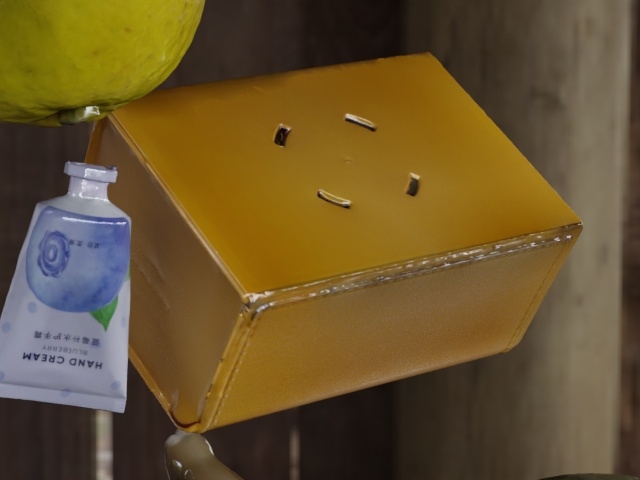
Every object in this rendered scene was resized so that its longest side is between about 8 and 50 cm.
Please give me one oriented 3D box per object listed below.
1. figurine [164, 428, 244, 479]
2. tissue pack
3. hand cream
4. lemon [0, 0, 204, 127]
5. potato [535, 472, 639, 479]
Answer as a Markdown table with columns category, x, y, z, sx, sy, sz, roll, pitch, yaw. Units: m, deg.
| category | x | y | z | sx | sy | sz | roll | pitch | yaw |
| --- | --- | --- | --- | --- | --- | --- | --- | --- | --- |
| figurine | -0.070 | 0.312 | 1.639 | 0.247 | 0.177 | 0.173 | 37 | -16 | 27 |
| tissue pack | 0.000 | 0.000 | 1.312 | 0.274 | 0.145 | 0.194 | -12 | 47 | -34 |
| hand cream | -0.141 | 0.025 | 1.128 | 0.084 | 0.142 | 0.053 | 9 | 3 | -13 |
| lemon | -0.133 | -0.153 | 0.944 | 0.170 | 0.207 | 0.170 | -5 | 16 | 1 |
| potato | 0.137 | 0.192 | 0.831 | 0.235 | 0.178 | 0.160 | 5 | 1 | 16 |
